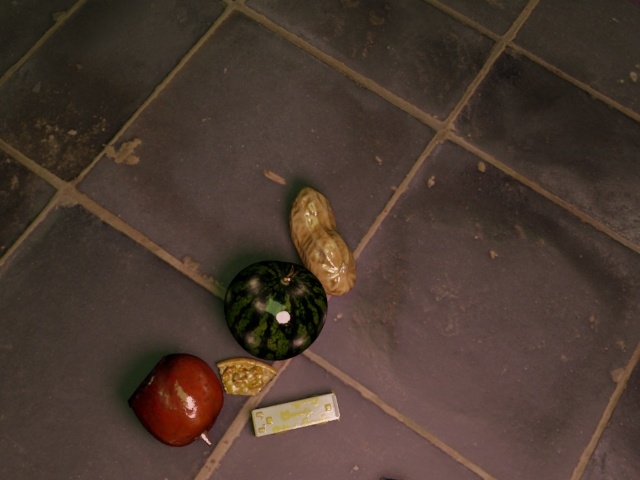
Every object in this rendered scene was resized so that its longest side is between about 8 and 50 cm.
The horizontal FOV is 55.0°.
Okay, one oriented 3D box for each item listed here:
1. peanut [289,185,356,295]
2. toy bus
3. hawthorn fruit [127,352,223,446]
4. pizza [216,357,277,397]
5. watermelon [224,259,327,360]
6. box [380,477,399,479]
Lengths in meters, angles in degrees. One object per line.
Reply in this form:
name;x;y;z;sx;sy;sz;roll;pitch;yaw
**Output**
peanut;0.000;0.000;1.691;0.140;0.153;0.325;-18;80;-13
toy bus;-0.064;0.446;1.582;0.227;0.074;0.081;-9;72;-5
hawthorn fruit;-0.340;0.403;1.518;0.215;0.215;0.249;-33;75;-12
pizza;-0.198;0.361;1.623;0.160;0.035;0.098;8;72;0
watermelon;-0.117;0.178;1.580;0.269;0.269;0.268;1;72;-2
box;0.175;0.682;1.481;0.073;0.139;0.194;10;72;0
